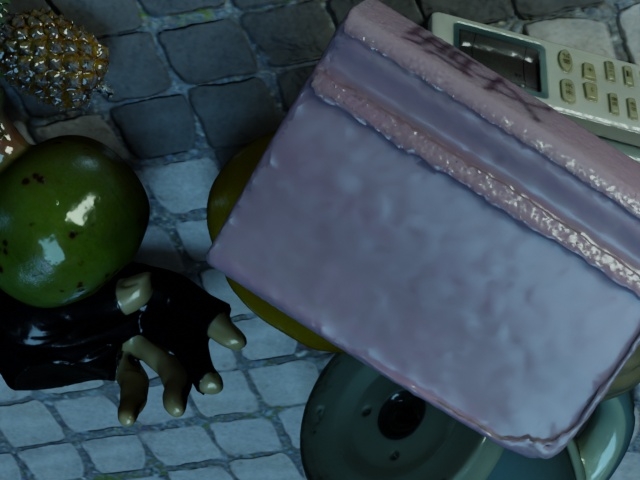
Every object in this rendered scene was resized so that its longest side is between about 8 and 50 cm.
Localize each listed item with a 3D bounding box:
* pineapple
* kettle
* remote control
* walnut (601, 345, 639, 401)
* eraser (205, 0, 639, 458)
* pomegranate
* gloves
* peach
[{"bbox_3d":[-0.290,-0.182,1.685,0.221,0.083,0.103,26,132,-18],"label":"pineapple"},{"bbox_3d":[0.196,0.235,2.010,0.319,0.247,0.342,-41,133,8],"label":"kettle"},{"bbox_3d":[0.227,-0.132,1.680,0.277,0.103,0.055,14,133,-10],"label":"remote control"},{"bbox_3d":[0.233,0.037,1.757,0.248,0.248,0.248,2,137,2],"label":"walnut"},{"bbox_3d":[0.120,-0.003,1.586,0.359,0.122,0.272,34,113,4],"label":"eraser"},{"bbox_3d":[-0.276,-0.044,1.783,0.181,0.181,0.224,-31,104,32],"label":"pomegranate"},{"bbox_3d":[-0.219,0.094,1.920,0.301,0.152,0.197,15,149,26],"label":"gloves"},{"bbox_3d":[0.000,0.000,1.790,0.251,0.153,0.251,16,132,19],"label":"peach"}]
